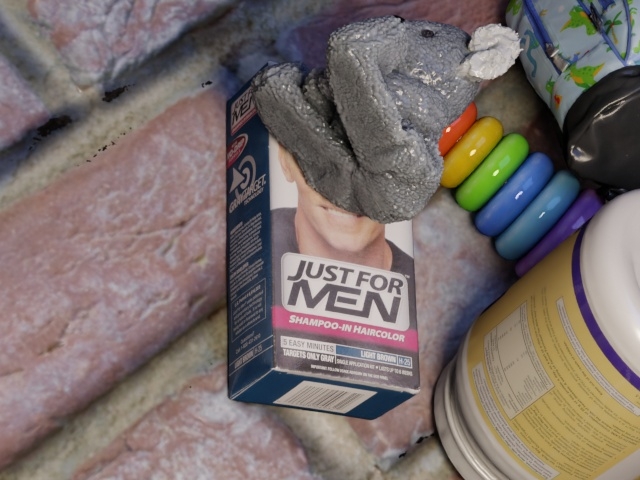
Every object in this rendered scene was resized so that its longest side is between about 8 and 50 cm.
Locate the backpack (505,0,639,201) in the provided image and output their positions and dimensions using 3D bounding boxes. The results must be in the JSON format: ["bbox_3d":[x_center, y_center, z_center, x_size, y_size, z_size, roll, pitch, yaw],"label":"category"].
[{"bbox_3d":[0.363,-0.217,2.072,0.290,0.273,0.355,12,22,-26],"label":"backpack"}]

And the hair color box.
[{"bbox_3d":[0.000,0.000,1.860,0.174,0.105,0.347,11,63,-27],"label":"hair color box"}]

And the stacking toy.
[{"bbox_3d":[0.184,-0.078,2.002,0.330,0.141,0.141,41,54,1],"label":"stacking toy"}]

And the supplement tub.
[{"bbox_3d":[0.287,0.124,1.813,0.241,0.331,0.241,17,52,-23],"label":"supplement tub"}]

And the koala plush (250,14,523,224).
[{"bbox_3d":[0.086,-0.146,1.809,0.221,0.196,0.203,-39,102,-38],"label":"koala plush"}]
